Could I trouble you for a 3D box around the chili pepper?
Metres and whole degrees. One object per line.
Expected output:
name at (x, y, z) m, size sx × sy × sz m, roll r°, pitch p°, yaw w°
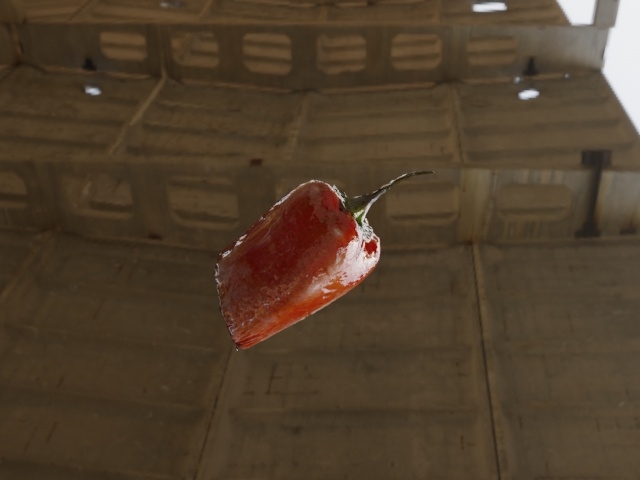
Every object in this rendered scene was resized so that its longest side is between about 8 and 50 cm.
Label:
chili pepper at (0.000, 0.000, 0.563) m, size 0.192 × 0.086 × 0.084 m, roll -33°, pitch 172°, yaw 11°
